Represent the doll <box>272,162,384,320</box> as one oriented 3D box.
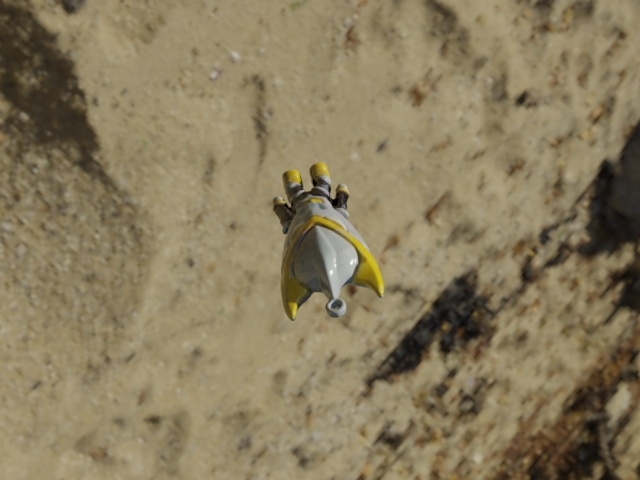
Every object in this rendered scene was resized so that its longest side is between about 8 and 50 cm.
[{"bbox_3d":[0.004,-0.002,1.949,0.146,0.316,0.103,4,131,-16],"label":"doll"}]
